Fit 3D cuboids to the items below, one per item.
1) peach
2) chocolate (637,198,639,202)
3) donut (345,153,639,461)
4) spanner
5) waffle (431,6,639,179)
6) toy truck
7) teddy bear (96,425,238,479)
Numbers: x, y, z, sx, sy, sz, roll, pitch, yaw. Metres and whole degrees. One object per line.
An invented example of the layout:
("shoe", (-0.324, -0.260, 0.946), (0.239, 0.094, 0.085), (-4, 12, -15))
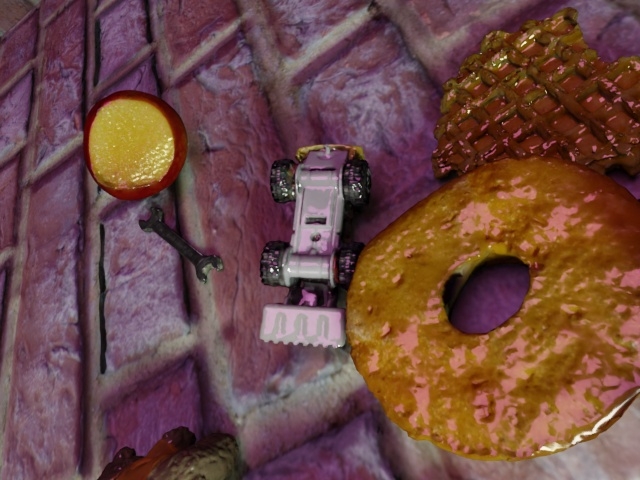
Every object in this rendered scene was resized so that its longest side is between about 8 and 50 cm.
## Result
("peach", (-0.342, -0.174, 0.860), (0.190, 0.190, 0.192), (-26, 37, 18))
("chocolate", (0.392, 0.064, 0.352), (0.343, 0.126, 0.148), (62, 139, 44))
("donut", (0.179, 0.065, 0.473), (0.303, 0.110, 0.302), (-15, 59, 27))
("spanner", (-0.251, 0.003, 0.822), (0.255, 0.015, 0.054), (31, 84, 38))
("waffle", (0.269, -0.168, 0.572), (0.291, 0.051, 0.290), (-15, 58, 25))
("toy truck", (0.000, 0.000, 0.613), (0.137, 0.111, 0.285), (2, 69, 15))
("teddy bear", (-0.200, 0.318, 0.562), (0.190, 0.140, 0.176), (-18, 61, 32))
